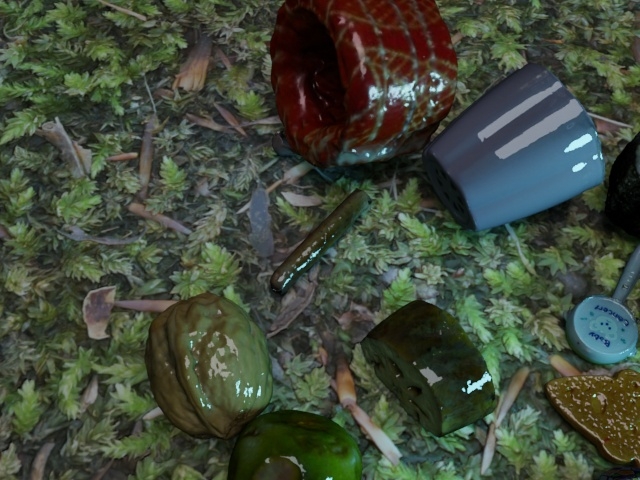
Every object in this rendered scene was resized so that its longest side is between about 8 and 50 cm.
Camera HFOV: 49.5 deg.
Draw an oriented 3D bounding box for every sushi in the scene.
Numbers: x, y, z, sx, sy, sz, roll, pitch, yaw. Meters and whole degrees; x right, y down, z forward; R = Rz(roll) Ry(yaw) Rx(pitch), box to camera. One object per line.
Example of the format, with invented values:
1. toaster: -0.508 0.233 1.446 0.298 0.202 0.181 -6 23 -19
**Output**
1. sushi: 0.696 -0.093 1.253 0.351 0.170 0.210 1 64 1

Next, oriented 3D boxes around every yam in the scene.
1. yam: 0.000 0.000 1.279 0.046 0.046 0.264 36 66 19

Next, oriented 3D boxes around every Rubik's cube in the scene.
1. Rubik's cube: 0.458 0.389 1.027 0.093 0.111 0.111 -37 64 12

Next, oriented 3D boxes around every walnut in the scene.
1. walnut: -0.174 0.195 1.091 0.198 0.198 0.244 -16 61 -8

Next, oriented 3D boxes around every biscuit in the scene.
1. biscuit: 0.498 0.288 1.114 0.281 0.043 0.183 15 58 14

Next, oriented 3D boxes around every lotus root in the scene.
1. lotus root: 0.174 0.199 1.127 0.119 0.138 0.235 -27 58 -25

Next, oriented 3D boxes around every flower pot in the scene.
1. flower pot: 0.332 -0.142 1.257 0.243 0.265 0.265 -34 65 -2

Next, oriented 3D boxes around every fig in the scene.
1. fig: -0.056 0.390 1.003 0.206 0.206 0.274 15 95 9

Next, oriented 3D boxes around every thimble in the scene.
1. thimble: 0.066 -0.310 1.284 0.231 0.350 0.350 -12 60 -25

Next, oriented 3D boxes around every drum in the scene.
1. drum: 0.532 0.115 1.205 0.253 0.049 0.130 -36 66 -18

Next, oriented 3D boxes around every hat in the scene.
1. hat: -0.060 -0.185 1.392 0.087 0.042 0.058 18 50 -28
